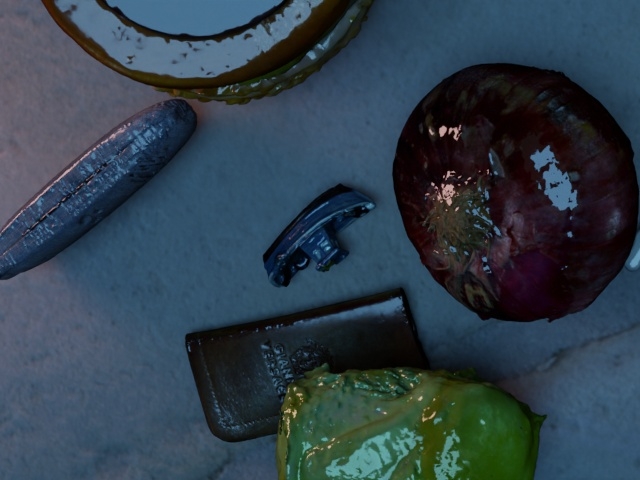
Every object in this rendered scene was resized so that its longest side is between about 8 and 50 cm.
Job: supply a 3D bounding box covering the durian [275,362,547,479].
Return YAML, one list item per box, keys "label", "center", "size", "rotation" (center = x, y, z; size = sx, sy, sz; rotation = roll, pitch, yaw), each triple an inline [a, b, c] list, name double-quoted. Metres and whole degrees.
- label: "durian"
  center: [0.061, 0.253, 1.130]
  size: [0.340, 0.204, 0.255]
  rotation: [-7, 110, 13]

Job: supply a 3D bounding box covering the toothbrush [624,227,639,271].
- label: "toothbrush"
  center: [0.364, -0.104, 1.078]
  size: [0.030, 0.030, 0.304]
  rotation: [27, 106, 8]

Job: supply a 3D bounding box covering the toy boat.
- label: "toy boat"
  center: [0.000, 0.000, 1.172]
  size: [0.137, 0.060, 0.061]
  rotation: [-44, 69, 12]

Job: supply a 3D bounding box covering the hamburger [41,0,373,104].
- label: "hamburger"
  center: [-0.097, -0.288, 1.032]
  size: [0.330, 0.250, 0.330]
  rotation: [1, 98, 6]

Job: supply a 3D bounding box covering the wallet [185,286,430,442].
- label: "wallet"
  center: [-0.012, 0.139, 1.217]
  size: [0.255, 0.031, 0.137]
  rotation: [-14, 99, 17]

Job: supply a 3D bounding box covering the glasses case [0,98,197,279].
- label: "glasses case"
  center: [-0.242, -0.053, 1.196]
  size: [0.282, 0.109, 0.067]
  rotation: [-39, 88, 17]

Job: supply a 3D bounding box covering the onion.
- label: "onion"
  center: [0.180, -0.047, 1.051]
  size: [0.246, 0.190, 0.246]
  rotation: [15, 112, 41]
